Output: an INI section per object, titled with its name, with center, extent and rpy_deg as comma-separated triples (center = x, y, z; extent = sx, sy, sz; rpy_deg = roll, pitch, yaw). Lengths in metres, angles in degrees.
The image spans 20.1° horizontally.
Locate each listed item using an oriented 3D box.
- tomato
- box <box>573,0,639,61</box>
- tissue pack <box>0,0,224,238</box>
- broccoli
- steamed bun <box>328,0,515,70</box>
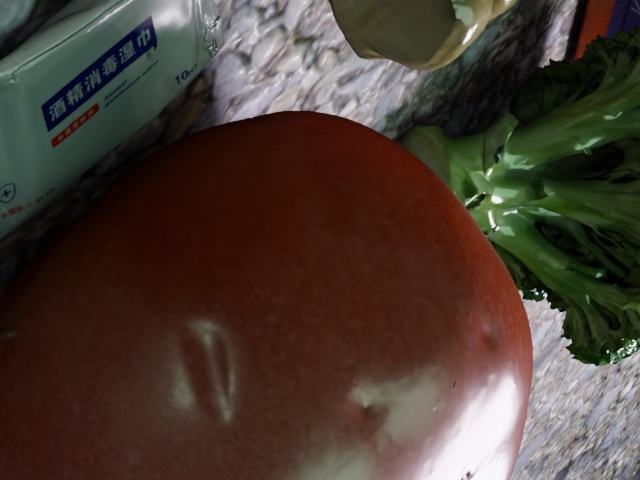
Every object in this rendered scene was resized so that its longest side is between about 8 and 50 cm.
[tomato]
center = -0.034, 0.096, 1.040
extent = 0.341, 0.273, 0.341
rpy_deg = -44, 157, -25
[box]
center = 0.412, -0.260, 1.474
extent = 0.318, 0.257, 0.349
rpy_deg = -40, 155, -30
[tissue pack]
center = -0.119, -0.085, 0.935
extent = 0.193, 0.026, 0.122
rpy_deg = -45, 156, -25
[broccoli]
center = 0.187, -0.049, 1.400
extent = 0.269, 0.254, 0.269
rpy_deg = -15, 124, -23
[steamed bun]
center = 0.053, -0.186, 0.938
extent = 0.106, 0.177, 0.192
rpy_deg = -28, 145, -40
